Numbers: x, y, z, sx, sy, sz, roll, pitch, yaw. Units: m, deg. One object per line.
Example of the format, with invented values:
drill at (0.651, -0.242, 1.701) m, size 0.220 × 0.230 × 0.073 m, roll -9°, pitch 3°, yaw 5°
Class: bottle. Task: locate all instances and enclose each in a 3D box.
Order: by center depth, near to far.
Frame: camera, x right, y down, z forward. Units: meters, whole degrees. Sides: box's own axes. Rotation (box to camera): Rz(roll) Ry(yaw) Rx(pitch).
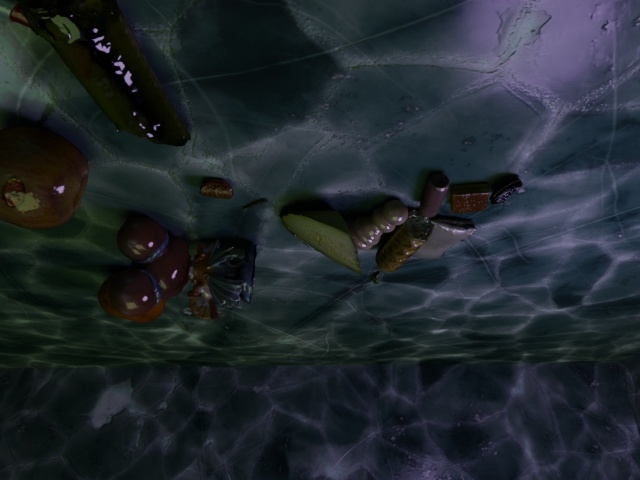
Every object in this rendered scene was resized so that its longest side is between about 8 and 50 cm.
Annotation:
bottle at (0.284, -0.111, 1.182) m, size 0.053 × 0.053 × 0.140 m, roll 0°, pitch 152°, yaw 0°

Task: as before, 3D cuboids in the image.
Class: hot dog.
hot dog at (-0.258, -0.126, 1.171) m, size 0.083 × 0.035 × 0.058 m, roll 7°, pitch 152°, yaw -13°

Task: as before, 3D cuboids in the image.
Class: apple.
apple at (-0.598, -0.130, 0.985) m, size 0.188 × 0.210 × 0.211 m, roll 14°, pitch 149°, yaw -20°

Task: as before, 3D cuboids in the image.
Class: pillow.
pillow at (0.341, 0.000, 1.404) m, size 0.148 × 0.050 × 0.229 m, roll 13°, pitch 150°, yaw -11°

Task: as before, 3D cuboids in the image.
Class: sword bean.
sword bean at (-0.174, -0.096, 1.255) m, size 0.083 × 0.012 × 0.012 m, roll -17°, pitch 148°, yaw 31°

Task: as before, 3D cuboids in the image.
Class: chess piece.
chess piece at (0.160, -0.049, 1.269) m, size 0.094 × 0.094 × 0.170 m, roll 20°, pitch 142°, yaw -33°

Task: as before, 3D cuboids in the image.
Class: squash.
squash at (0.000, 0.000, 1.292) m, size 0.155 × 0.204 × 0.236 m, roll -23°, pitch 150°, yaw -5°

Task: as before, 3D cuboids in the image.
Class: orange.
orange at (-0.650, 0.193, 1.641) m, size 0.224 × 0.170 × 0.224 m, roll 16°, pitch 166°, yaw 4°

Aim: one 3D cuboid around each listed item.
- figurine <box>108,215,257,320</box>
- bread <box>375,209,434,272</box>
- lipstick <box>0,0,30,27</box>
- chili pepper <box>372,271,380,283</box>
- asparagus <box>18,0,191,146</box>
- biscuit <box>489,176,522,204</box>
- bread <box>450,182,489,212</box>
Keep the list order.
figurine at (-0.388, 0.091, 1.380) m, size 0.389 × 0.276 × 0.248 m, roll 8°, pitch 175°, yaw -10°
bread at (0.233, 0.012, 1.365) m, size 0.087 × 0.098 × 0.269 m, roll -16°, pitch 159°, yaw -23°
lipstick at (-0.525, -0.369, 0.671) m, size 0.274 × 0.068 × 0.061 m, roll 17°, pitch 145°, yaw -30°
chili pepper at (0.199, 0.133, 1.686) m, size 0.027 × 0.022 × 0.083 m, roll 30°, pitch 157°, yaw 15°
asparagus at (-0.342, -0.273, 0.809) m, size 0.108 × 0.128 × 0.382 m, roll 30°, pitch 161°, yaw 21°
biscuit at (0.460, -0.122, 1.172) m, size 0.087 × 0.027 × 0.089 m, roll -34°, pitch 160°, yaw 16°
bread at (0.380, -0.107, 1.208) m, size 0.090 × 0.035 × 0.094 m, roll -5°, pitch 152°, yaw 10°
